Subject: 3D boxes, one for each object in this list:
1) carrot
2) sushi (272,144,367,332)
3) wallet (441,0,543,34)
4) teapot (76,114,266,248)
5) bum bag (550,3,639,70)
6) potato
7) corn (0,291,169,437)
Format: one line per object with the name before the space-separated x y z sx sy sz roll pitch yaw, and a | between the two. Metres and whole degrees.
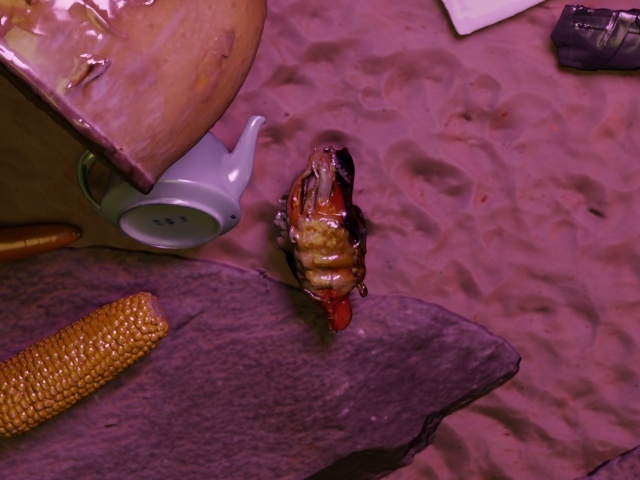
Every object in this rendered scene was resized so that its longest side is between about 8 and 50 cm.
carrot | -0.418 0.003 1.919 0.271 0.066 0.062 8 152 -6
sushi | -0.003 -0.001 1.900 0.097 0.103 0.226 -14 107 -24
wallet | 0.212 -0.317 1.827 0.183 0.032 0.124 -25 107 6
teapot | -0.171 -0.079 1.857 0.232 0.159 0.159 -8 109 18
bum bag | 0.356 -0.228 1.850 0.198 0.049 0.087 4 125 -5
potato | -0.247 -0.298 1.657 0.442 0.385 0.319 38 84 -6
corn | -0.300 0.148 1.947 0.260 0.091 0.091 -31 68 9
